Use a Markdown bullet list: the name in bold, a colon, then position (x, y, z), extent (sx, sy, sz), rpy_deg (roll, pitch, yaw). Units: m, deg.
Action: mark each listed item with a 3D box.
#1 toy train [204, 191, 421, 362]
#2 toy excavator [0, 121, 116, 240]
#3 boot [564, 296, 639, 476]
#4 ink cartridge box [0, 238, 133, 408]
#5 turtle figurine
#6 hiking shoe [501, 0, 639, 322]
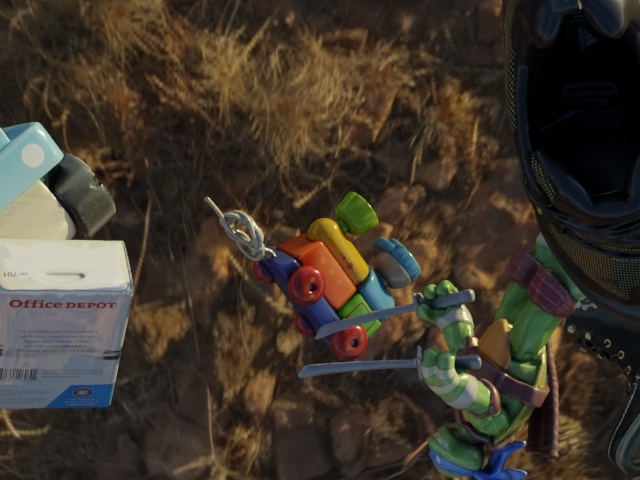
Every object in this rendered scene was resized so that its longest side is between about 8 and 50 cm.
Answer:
- **toy train**: position (0.000, 0.000, 1.314), extent (0.143, 0.105, 0.248), rpy_deg (-43, 120, -13)
- **toy excavator**: position (-0.440, -0.126, 1.373), extent (0.222, 0.433, 0.445), rpy_deg (-46, 112, -23)
- **boot**: position (0.347, 0.145, 1.397), extent (0.178, 0.085, 0.236), rpy_deg (18, 61, 46)
- **ink cartridge box**: position (-0.284, 0.092, 1.318), extent (0.139, 0.191, 0.082), rpy_deg (2, 42, -19)
- **turtle figurine**: position (0.129, 0.066, 1.119), extent (0.274, 0.198, 0.266), rpy_deg (39, 98, 23)
- **hiking shoe**: position (0.115, -0.032, 0.527), extent (0.086, 0.227, 0.114), rpy_deg (-6, 40, 24)
